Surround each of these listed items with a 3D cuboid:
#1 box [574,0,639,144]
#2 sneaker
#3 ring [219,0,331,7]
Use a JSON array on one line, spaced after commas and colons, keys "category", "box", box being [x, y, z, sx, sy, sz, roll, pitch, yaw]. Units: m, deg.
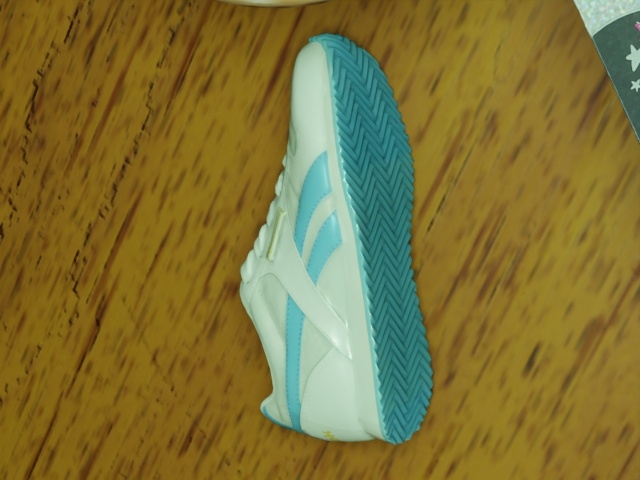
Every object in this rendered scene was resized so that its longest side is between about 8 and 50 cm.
[{"category": "box", "box": [0.208, -0.114, 0.886, 0.142, 0.163, 0.247, -28, 83, 26]}, {"category": "sneaker", "box": [0.000, 0.000, 1.055, 0.092, 0.087, 0.229, -2, 93, 30]}, {"category": "ring", "box": [0.023, -0.265, 0.917, 0.336, 0.032, 0.337, -18, 57, 29]}]
